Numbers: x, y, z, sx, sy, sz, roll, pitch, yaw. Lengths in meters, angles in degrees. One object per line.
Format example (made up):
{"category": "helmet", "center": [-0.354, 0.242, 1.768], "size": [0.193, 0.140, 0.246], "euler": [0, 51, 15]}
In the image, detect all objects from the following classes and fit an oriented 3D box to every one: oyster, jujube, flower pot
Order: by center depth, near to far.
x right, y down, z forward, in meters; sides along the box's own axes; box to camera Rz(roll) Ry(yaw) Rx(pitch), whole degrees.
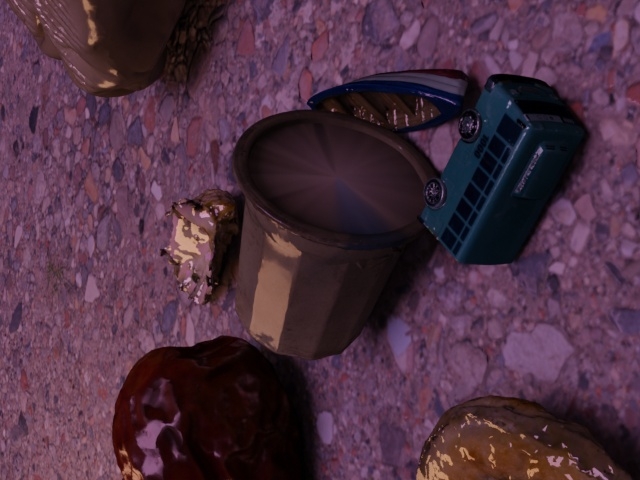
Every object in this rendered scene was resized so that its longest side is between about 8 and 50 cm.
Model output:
{"category": "flower pot", "center": [0.000, 0.000, 1.117], "size": [0.212, 0.212, 0.203], "euler": [59, 148, 37]}
{"category": "jujube", "center": [-0.125, 0.286, 1.255], "size": [0.216, 0.216, 0.342], "euler": [-17, 84, 52]}
{"category": "oyster", "center": [-0.154, 0.000, 1.423], "size": [0.133, 0.072, 0.209], "euler": [48, 146, 36]}

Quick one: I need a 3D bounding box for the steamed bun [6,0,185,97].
{"category": "steamed bun", "center": [-0.290, -0.397, 1.465], "size": [0.342, 0.255, 0.368], "euler": [50, 159, 21]}

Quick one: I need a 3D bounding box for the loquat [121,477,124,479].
{"category": "loquat", "center": [-0.191, 0.325, 1.397], "size": [0.141, 0.141, 0.141], "euler": [-3, 86, 54]}

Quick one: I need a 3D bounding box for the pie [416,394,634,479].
{"category": "pie", "center": [0.186, 0.257, 0.917], "size": [0.274, 0.055, 0.274], "euler": [20, 118, 44]}

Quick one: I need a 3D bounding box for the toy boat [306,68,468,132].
{"category": "toy boat", "center": [0.073, -0.145, 1.115], "size": [0.229, 0.080, 0.046], "euler": [0, 54, 54]}

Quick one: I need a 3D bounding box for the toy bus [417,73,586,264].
{"category": "toy bus", "center": [0.164, -0.061, 0.970], "size": [0.092, 0.079, 0.160], "euler": [53, 130, 41]}
